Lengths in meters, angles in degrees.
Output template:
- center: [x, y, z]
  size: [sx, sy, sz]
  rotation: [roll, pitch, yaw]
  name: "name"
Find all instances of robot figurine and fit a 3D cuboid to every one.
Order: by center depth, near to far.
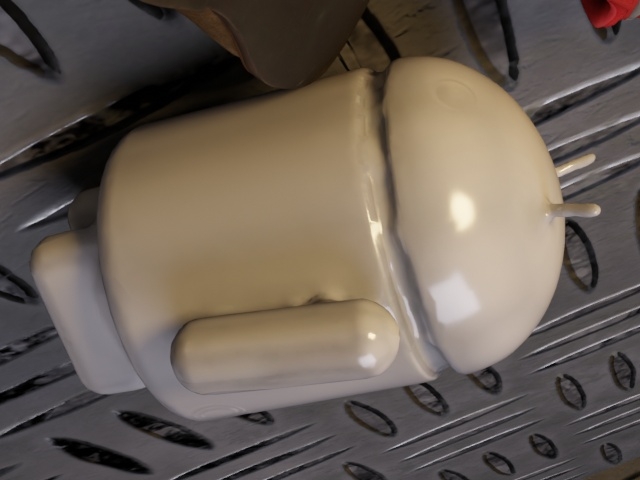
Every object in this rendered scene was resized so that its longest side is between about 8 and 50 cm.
- center: [0.000, 0.000, 0.733]
  size: [0.353, 0.300, 0.200]
  rotation: [-12, 118, 16]
  name: "robot figurine"

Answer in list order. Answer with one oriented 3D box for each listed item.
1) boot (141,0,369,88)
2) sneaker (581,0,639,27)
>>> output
- center: [-0.056, -0.157, 0.576]
  size: [0.112, 0.115, 0.305]
  rotation: [-62, 160, 7]
  name: "boot"
- center: [0.146, -0.187, 0.625]
  size: [0.118, 0.107, 0.279]
  rotation: [-20, 153, 24]
  name: "sneaker"
